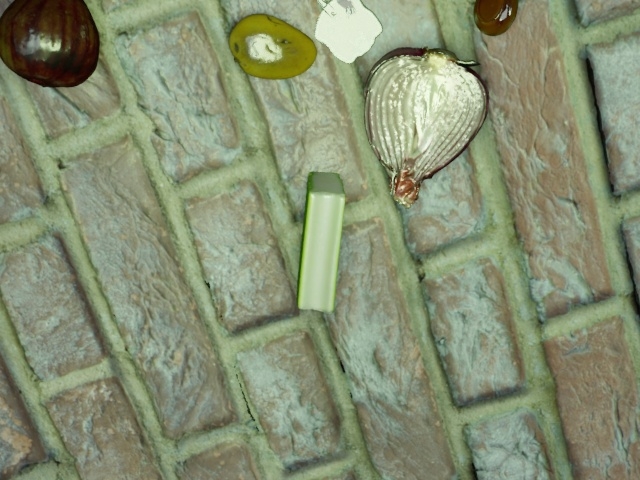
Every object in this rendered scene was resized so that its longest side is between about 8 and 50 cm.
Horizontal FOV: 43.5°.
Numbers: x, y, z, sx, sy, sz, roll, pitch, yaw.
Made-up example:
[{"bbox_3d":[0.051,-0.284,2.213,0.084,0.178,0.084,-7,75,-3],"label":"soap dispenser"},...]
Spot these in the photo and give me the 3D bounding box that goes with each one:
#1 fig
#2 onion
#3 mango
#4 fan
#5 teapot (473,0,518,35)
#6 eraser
[{"bbox_3d":[-0.569,-0.489,1.692,0.217,0.217,0.320,6,86,-2],"label":"fig"},{"bbox_3d":[0.216,-0.257,1.767,0.267,0.159,0.348,19,113,6],"label":"onion"},{"bbox_3d":[-0.103,-0.420,1.746,0.195,0.098,0.137,4,102,-7],"label":"mango"},{"bbox_3d":[0.031,-0.498,1.769,0.220,0.009,0.132,43,101,-12],"label":"fan"},{"bbox_3d":[0.387,-0.507,1.740,0.098,0.078,0.129,13,95,37],"label":"teapot"},{"bbox_3d":[0.000,0.000,1.812,0.092,0.210,0.274,4,109,-3],"label":"eraser"}]
